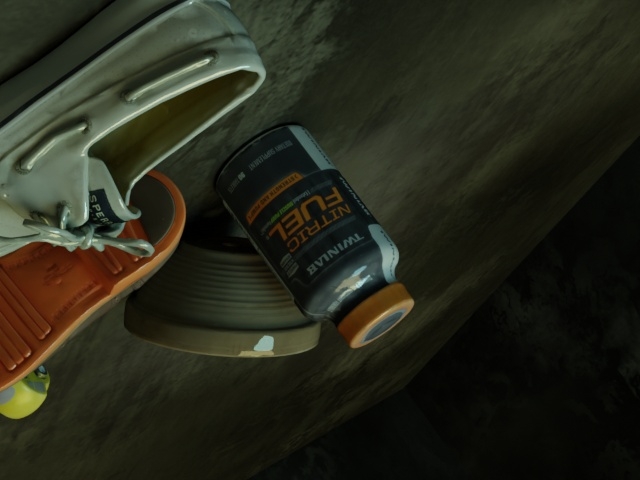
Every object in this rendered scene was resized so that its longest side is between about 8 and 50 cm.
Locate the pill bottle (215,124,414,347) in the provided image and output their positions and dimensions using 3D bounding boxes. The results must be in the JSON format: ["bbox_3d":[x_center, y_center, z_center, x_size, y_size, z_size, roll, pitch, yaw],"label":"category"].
[{"bbox_3d":[0.000,0.000,1.241,0.130,0.245,0.130,-34,163,-12],"label":"pill bottle"}]

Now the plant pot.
[{"bbox_3d":[-0.113,0.057,1.325,0.237,0.237,0.109,-9,106,-58],"label":"plant pot"}]

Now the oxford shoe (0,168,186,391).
[{"bbox_3d":[-0.285,0.071,1.084,0.364,0.130,0.132,-32,169,-14],"label":"oxford shoe"}]

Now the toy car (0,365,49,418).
[{"bbox_3d":[-0.378,0.163,1.259,0.239,0.053,0.225,-19,156,-45],"label":"toy car"}]

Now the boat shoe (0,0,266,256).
[{"bbox_3d":[-0.193,-0.046,0.889,0.367,0.156,0.136,-37,163,1],"label":"boat shoe"}]
